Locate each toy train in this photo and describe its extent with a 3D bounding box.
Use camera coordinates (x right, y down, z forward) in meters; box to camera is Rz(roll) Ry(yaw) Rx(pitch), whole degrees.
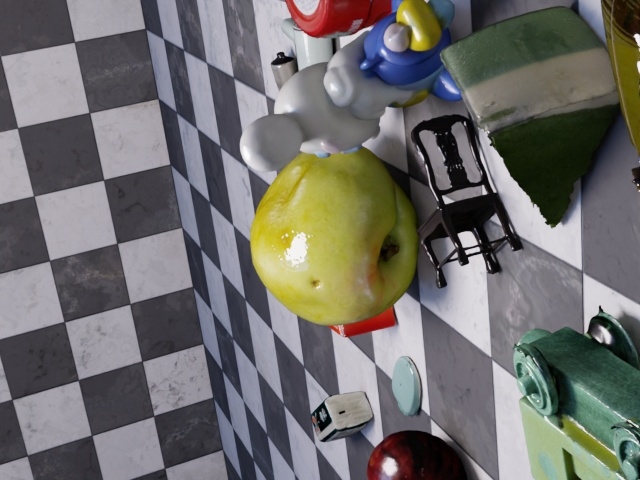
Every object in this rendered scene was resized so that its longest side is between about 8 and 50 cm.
[{"bbox_3d":[0.371,0.248,1.180,0.397,0.160,0.253,38,146,62],"label":"toy train"}]

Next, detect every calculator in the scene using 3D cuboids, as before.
[{"bbox_3d":[0.171,0.294,1.994,0.095,0.021,0.153,-122,28,-42],"label":"calculator"}]

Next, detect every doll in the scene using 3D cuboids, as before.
[{"bbox_3d":[0.081,-0.228,1.485,0.187,0.365,0.376,48,-154,-15],"label":"doll"}]

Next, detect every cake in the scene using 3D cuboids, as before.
[{"bbox_3d":[0.292,-0.150,1.249,0.283,0.172,0.158,45,-159,-53],"label":"cake"}]

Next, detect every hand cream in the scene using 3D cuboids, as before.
[{"bbox_3d":[0.031,-0.448,1.624,0.230,0.149,0.230,168,90,-70],"label":"hand cream"},{"bbox_3d":[-0.066,-0.319,2.168,0.087,0.054,0.186,-130,23,-60],"label":"hand cream"}]

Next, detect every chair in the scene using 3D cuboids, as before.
[{"bbox_3d":[0.200,-0.061,1.501,0.113,0.106,0.229,125,129,-64],"label":"chair"}]

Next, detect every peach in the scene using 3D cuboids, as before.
[{"bbox_3d":[0.027,-0.005,1.765,0.315,0.281,0.314,-5,60,49],"label":"peach"}]

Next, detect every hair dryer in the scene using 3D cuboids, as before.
[{"bbox_3d":[-0.040,-0.392,2.000,0.236,0.073,0.131,-129,29,-56],"label":"hair dryer"}]

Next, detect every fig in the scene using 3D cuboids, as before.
[{"bbox_3d":[0.184,0.433,1.875,0.204,0.186,0.249,65,-163,-12],"label":"fig"}]

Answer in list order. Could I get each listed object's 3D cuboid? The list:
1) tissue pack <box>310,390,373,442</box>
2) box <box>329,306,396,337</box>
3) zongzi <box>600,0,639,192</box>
[{"bbox_3d":[0.047,0.407,2.313,0.170,0.103,0.091,124,132,-66],"label":"tissue pack"},{"bbox_3d":[0.055,0.137,2.049,0.229,0.122,0.050,-152,52,-65],"label":"box"},{"bbox_3d":[0.346,-0.177,0.983,0.318,0.154,0.290,-98,-1,-60],"label":"zongzi"}]
